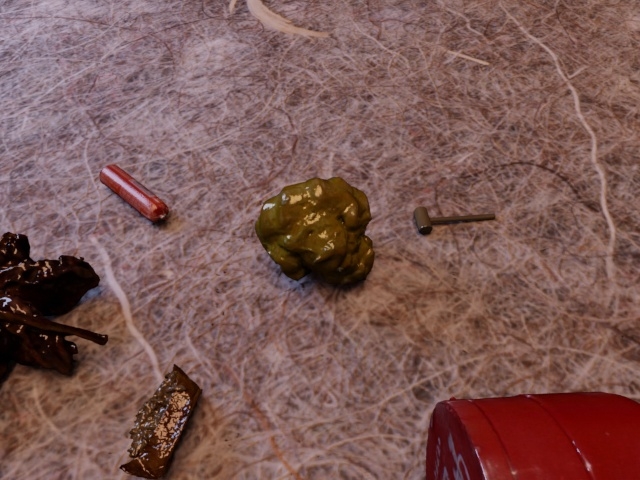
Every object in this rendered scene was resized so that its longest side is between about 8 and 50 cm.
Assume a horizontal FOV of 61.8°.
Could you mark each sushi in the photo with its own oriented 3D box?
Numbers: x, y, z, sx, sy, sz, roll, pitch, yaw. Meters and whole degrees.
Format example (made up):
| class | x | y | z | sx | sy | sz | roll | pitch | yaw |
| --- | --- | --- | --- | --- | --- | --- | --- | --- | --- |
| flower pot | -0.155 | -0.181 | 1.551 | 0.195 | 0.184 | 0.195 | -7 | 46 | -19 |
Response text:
| class | x | y | z | sx | sy | sz | roll | pitch | yaw |
| --- | --- | --- | --- | --- | --- | --- | --- | --- | --- |
| sushi | -0.160 | 0.180 | 0.541 | 0.055 | 0.052 | 0.120 | 22 | 57 | -1 |

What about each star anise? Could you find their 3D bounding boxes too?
| class | x | y | z | sx | sy | sz | roll | pitch | yaw |
| --- | --- | --- | --- | --- | --- | --- | --- | --- | --- |
| star anise | -0.365 | 0.069 | 0.587 | 0.220 | 0.125 | 0.190 | -23 | 52 | -12 |

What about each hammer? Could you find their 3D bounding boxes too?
| class | x | y | z | sx | sy | sz | roll | pitch | yaw |
| --- | --- | --- | --- | --- | --- | --- | --- | --- | --- |
| hammer | 0.182 | -0.030 | 0.717 | 0.110 | 0.019 | 0.035 | -5 | 52 | -5 |

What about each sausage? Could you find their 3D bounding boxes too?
| class | x | y | z | sx | sy | sz | roll | pitch | yaw |
| --- | --- | --- | --- | --- | --- | --- | --- | --- | --- |
| sausage | -0.254 | -0.062 | 0.739 | 0.129 | 0.034 | 0.034 | 34 | 60 | 24 |

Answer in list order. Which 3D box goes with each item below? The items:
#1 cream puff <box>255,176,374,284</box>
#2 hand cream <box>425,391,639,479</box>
| class | x | y | z | sx | sy | sz | roll | pitch | yaw |
| --- | --- | --- | --- | --- | --- | --- | --- | --- | --- |
| cream puff | 0.000 | 0.000 | 0.632 | 0.146 | 0.146 | 0.116 | -20 | 72 | -14 |
| hand cream | 0.171 | 0.225 | 0.391 | 0.149 | 0.230 | 0.230 | -2 | 52 | 1 |
